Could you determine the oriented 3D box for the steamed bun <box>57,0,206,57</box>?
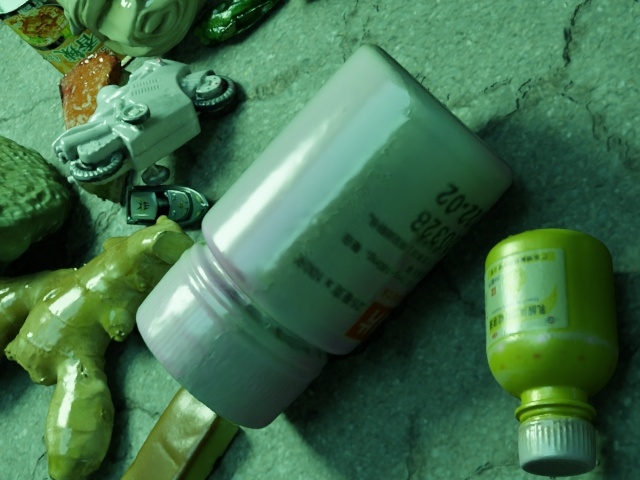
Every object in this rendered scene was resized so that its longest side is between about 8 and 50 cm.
[{"bbox_3d":[-0.257,-0.339,1.630,0.211,0.218,0.144,-28,51,5],"label":"steamed bun"}]

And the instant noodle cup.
[{"bbox_3d":[-0.384,-0.373,1.787,0.230,0.182,0.230,-17,59,31],"label":"instant noodle cup"}]

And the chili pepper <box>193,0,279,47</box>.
[{"bbox_3d":[-0.102,-0.333,1.628,0.182,0.050,0.073,-40,32,10],"label":"chili pepper"}]

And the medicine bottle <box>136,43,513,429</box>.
[{"bbox_3d":[0.000,0.000,1.252,0.388,0.219,0.219,-48,47,8],"label":"medicine bottle"}]

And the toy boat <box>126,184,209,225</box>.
[{"bbox_3d":[-0.200,-0.046,1.554,0.141,0.060,0.055,2,92,34],"label":"toy boat"}]

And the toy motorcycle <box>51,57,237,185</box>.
[{"bbox_3d":[-0.245,-0.165,1.582,0.260,0.110,0.171,-36,44,-24],"label":"toy motorcycle"}]

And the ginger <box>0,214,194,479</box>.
[{"bbox_3d":[-0.333,0.094,1.550,0.363,0.122,0.348,28,82,44],"label":"ginger"}]

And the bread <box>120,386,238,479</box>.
[{"bbox_3d":[-0.186,0.283,1.371,0.088,0.049,0.226,35,92,44],"label":"bread"}]

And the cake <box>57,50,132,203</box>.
[{"bbox_3d":[-0.296,-0.171,1.674,0.117,0.086,0.220,-38,48,20],"label":"cake"}]

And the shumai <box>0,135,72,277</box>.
[{"bbox_3d":[-0.521,0.006,1.667,0.304,0.309,0.263,56,131,51],"label":"shumai"}]

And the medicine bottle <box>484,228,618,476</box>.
[{"bbox_3d":[0.214,0.107,1.091,0.122,0.122,0.212,-15,58,32],"label":"medicine bottle"}]
